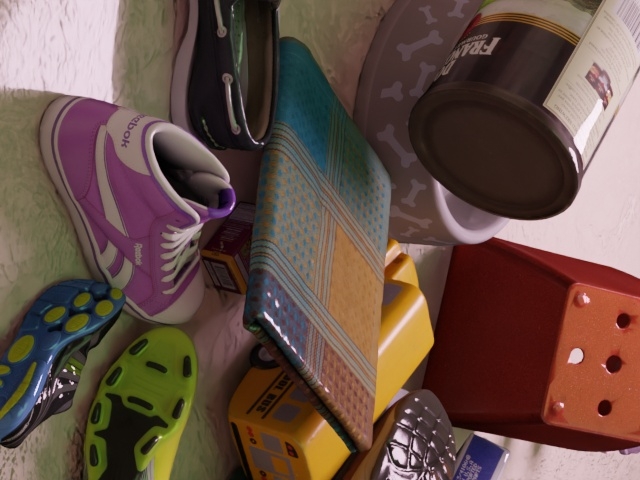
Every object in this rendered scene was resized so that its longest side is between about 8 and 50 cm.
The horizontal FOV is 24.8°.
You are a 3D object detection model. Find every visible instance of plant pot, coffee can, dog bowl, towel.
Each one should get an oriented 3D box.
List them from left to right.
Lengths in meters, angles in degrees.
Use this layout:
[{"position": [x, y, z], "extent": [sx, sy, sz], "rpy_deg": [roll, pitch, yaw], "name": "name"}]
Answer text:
[{"position": [0.000, 0.000, 1.518], "extent": [0.271, 0.040, 0.370], "rpy_deg": [54, 32, -44], "name": "towel"}, {"position": [0.175, -0.153, 1.825], "extent": [0.349, 0.102, 0.349], "rpy_deg": [-25, 121, -51], "name": "dog bowl"}, {"position": [0.248, -0.189, 1.644], "extent": [0.275, 0.201, 0.201], "rpy_deg": [-57, 142, -30], "name": "coffee can"}, {"position": [0.320, 0.149, 1.919], "extent": [0.267, 0.236, 0.267], "rpy_deg": [13, 89, -23], "name": "plant pot"}]

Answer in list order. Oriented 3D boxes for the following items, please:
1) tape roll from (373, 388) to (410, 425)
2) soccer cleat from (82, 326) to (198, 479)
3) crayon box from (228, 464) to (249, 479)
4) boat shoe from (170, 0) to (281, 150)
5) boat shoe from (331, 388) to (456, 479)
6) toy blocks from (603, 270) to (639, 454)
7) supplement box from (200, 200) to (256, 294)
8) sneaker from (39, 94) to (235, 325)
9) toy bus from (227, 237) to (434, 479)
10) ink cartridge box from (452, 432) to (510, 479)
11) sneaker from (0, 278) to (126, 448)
[{"position": [0.042, 0.277, 1.783], "extent": [0.219, 0.072, 0.219], "rpy_deg": [-25, 121, -52], "name": "tape roll"}, {"position": [-0.187, 0.225, 1.426], "extent": [0.121, 0.093, 0.289], "rpy_deg": [94, 10, -80], "name": "soccer cleat"}, {"position": [-0.075, 0.437, 1.644], "extent": [0.203, 0.083, 0.323], "rpy_deg": [-47, 135, -39], "name": "crayon box"}, {"position": [-0.076, -0.238, 1.418], "extent": [0.114, 0.091, 0.302], "rpy_deg": [-18, 115, -54], "name": "boat shoe"}, {"position": [0.051, 0.275, 1.630], "extent": [0.122, 0.120, 0.324], "rpy_deg": [65, 32, -13], "name": "boat shoe"}, {"position": [0.429, 0.179, 2.171], "extent": [0.309, 0.260, 0.288], "rpy_deg": [20, 83, -57], "name": "toy blocks"}, {"position": [-0.082, 0.007, 1.532], "extent": [0.083, 0.043, 0.055], "rpy_deg": [-54, 140, -32], "name": "supplement box"}, {"position": [-0.138, -0.007, 1.337], "extent": [0.102, 0.161, 0.282], "rpy_deg": [-60, 144, -29], "name": "sneaker"}, {"position": [0.023, 0.134, 1.653], "extent": [0.333, 0.130, 0.108], "rpy_deg": [-48, 137, -38], "name": "toy bus"}, {"position": [0.123, 0.448, 1.909], "extent": [0.324, 0.071, 0.330], "rpy_deg": [-61, 176, -28], "name": "ink cartridge box"}, {"position": [-0.243, 0.108, 1.312], "extent": [0.188, 0.067, 0.078], "rpy_deg": [-56, 162, -33], "name": "sneaker"}]
